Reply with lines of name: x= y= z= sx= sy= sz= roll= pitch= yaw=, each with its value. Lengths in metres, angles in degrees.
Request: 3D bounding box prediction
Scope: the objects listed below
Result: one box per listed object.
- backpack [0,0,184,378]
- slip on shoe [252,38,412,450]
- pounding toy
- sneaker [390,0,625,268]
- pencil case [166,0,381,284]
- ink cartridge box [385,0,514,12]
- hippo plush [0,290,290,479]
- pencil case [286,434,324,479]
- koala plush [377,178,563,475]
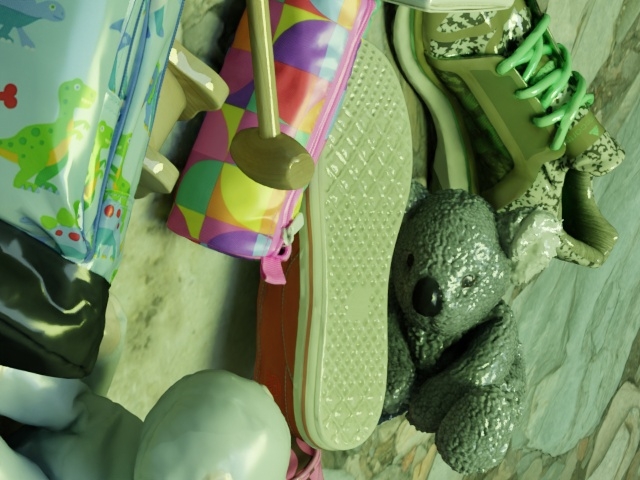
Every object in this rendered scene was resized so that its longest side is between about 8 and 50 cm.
backpack: x=-0.188 y=-0.148 z=0.889 sx=0.273 sy=0.290 sz=0.356 roll=122 pitch=-12 yaw=-72
slip on shoe: x=0.000 y=0.000 z=1.434 sx=0.123 sy=0.101 sz=0.331 roll=4 pitch=91 yaw=-47
pounding toy: x=-0.128 y=-0.124 z=1.127 sx=0.269 sy=0.154 sz=0.155 roll=40 pitch=73 yaw=-37
sneaker: x=0.190 y=-0.128 z=1.560 sx=0.158 sy=0.182 sz=0.410 roll=-50 pitch=143 yaw=-28
pencil case: x=-0.031 y=-0.093 z=1.321 sx=0.104 sy=0.104 sz=0.236 roll=14 pitch=94 yaw=-58
ink cartridge box: x=-0.007 y=-0.271 z=1.082 sx=0.117 sy=0.283 sz=0.207 roll=-12 pitch=118 yaw=-58
hippo plush: x=-0.138 y=0.183 z=1.169 sx=0.234 sy=0.236 sz=0.294 roll=-39 pitch=137 yaw=-49
pencil case: x=-0.040 y=0.262 z=1.530 sx=0.098 sy=0.095 sz=0.209 roll=-24 pitch=127 yaw=-29
koala plush: x=0.108 y=0.051 z=1.554 sx=0.203 sy=0.196 sz=0.221 roll=-37 pitch=137 yaw=-58
